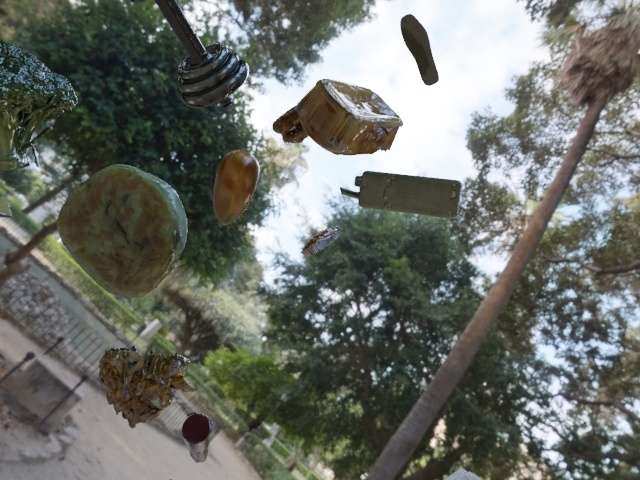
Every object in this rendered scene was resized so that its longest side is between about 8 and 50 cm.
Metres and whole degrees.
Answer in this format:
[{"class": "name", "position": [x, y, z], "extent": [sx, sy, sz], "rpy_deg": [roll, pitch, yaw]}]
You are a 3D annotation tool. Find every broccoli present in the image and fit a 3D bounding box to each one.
[{"class": "broccoli", "position": [-0.720, -0.306, 1.045], "extent": [0.303, 0.321, 0.284], "rpy_deg": [13, -72, 28]}]

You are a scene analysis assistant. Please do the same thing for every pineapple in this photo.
[{"class": "pineapple", "position": [-0.436, 0.337, 1.060], "extent": [0.334, 0.161, 0.158], "rpy_deg": [-14, -41, 39]}]

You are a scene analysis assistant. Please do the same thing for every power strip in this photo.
[{"class": "power strip", "position": [0.185, -0.113, 1.095], "extent": [0.287, 0.093, 0.053], "rpy_deg": [10, 8, 20]}]

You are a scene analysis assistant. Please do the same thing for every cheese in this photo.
[{"class": "cheese", "position": [-0.429, -0.067, 0.577], "extent": [0.060, 0.041, 0.084], "rpy_deg": [46, -32, 38]}]

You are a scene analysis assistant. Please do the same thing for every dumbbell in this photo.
[{"class": "dumbbell", "position": [-0.189, -0.291, 0.618], "extent": [0.110, 0.110, 0.255], "rpy_deg": [25, -25, 42]}]

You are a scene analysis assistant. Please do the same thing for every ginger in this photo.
[{"class": "ginger", "position": [-0.058, -0.346, 1.347], "extent": [0.103, 0.162, 0.073], "rpy_deg": [53, -11, -26]}]

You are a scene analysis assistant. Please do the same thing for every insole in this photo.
[{"class": "insole", "position": [0.264, -0.501, 1.210], "extent": [0.063, 0.010, 0.192], "rpy_deg": [-18, -67, 26]}]

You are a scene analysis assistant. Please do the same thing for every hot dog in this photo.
[{"class": "hot dog", "position": [0.000, 0.000, 1.541], "extent": [0.099, 0.192, 0.053], "rpy_deg": [-32, -89, 44]}]

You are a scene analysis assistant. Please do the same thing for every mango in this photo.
[{"class": "mango", "position": [-0.183, -0.116, 0.981], "extent": [0.089, 0.115, 0.165], "rpy_deg": [8, -45, -20]}]

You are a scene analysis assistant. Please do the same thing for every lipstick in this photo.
[{"class": "lipstick", "position": [-0.126, 0.210, 0.473], "extent": [0.027, 0.027, 0.176], "rpy_deg": [39, -33, 12]}]

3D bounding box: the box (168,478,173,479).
[{"class": "box", "position": [-0.211, 0.346, 0.483], "extent": [0.121, 0.193, 0.030], "rpy_deg": [5, -71, 43]}]

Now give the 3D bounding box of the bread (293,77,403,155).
[{"class": "bread", "position": [0.062, -0.240, 0.922], "extent": [0.136, 0.241, 0.107], "rpy_deg": [47, -58, 14]}]

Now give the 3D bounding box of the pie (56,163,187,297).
[{"class": "pie", "position": [-0.340, -0.014, 0.789], "extent": [0.240, 0.240, 0.054], "rpy_deg": [41, 9, 8]}]

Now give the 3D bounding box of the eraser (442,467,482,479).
[{"class": "eraser", "position": [0.186, 0.330, 0.499], "extent": [0.125, 0.068, 0.210], "rpy_deg": [58, -5, 20]}]
